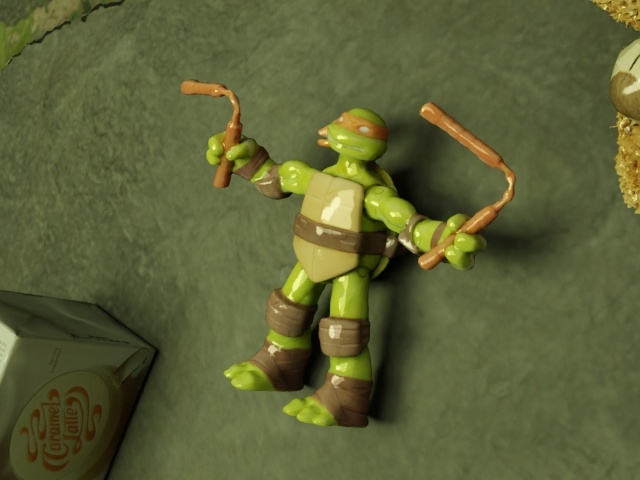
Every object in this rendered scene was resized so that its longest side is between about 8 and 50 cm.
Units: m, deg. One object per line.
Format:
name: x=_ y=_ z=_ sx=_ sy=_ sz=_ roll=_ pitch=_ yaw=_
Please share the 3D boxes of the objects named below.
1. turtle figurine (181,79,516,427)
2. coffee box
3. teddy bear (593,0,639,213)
turtle figurine: x=0.000 y=0.000 z=0.792 sx=0.270 sy=0.087 sz=0.217 roll=20 pitch=101 yaw=32
coffee box: x=-0.247 y=0.170 z=0.926 sx=0.098 sy=0.141 sz=0.246 roll=29 pitch=99 yaw=39
teddy bear: x=0.231 y=-0.170 z=0.621 sx=0.245 sy=0.113 sz=0.338 roll=41 pitch=107 yaw=40
